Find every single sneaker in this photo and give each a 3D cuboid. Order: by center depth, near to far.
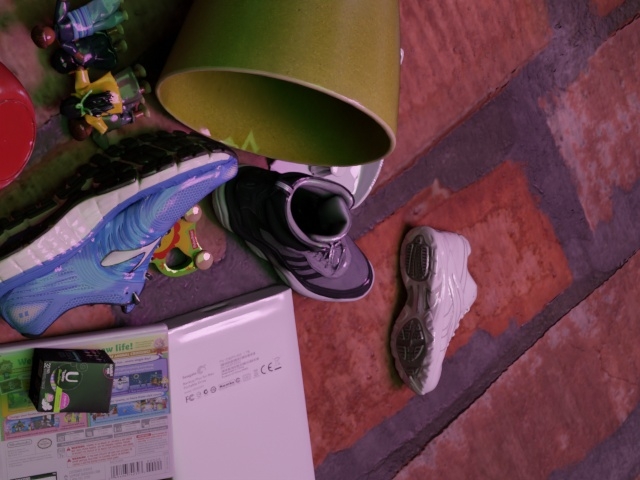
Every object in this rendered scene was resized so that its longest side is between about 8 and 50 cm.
[{"bbox_3d":[-0.232,-0.007,1.586,0.330,0.130,0.147,-33,121,-15],"label":"sneaker"},{"bbox_3d":[0.000,0.000,1.714,0.268,0.153,0.101,38,70,-34],"label":"sneaker"},{"bbox_3d":[0.167,0.096,1.902,0.115,0.090,0.232,-1,103,-38],"label":"sneaker"}]

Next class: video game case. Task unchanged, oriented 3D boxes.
[{"bbox_3d":[-0.277,0.202,1.636,0.212,0.023,0.193,-7,106,-22],"label":"video game case"}]

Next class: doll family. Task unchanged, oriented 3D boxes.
[{"bbox_3d":[-0.256,-0.190,1.552,0.111,0.076,0.193,-25,109,-23],"label":"doll family"}]

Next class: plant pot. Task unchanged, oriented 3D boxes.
[{"bbox_3d":[-0.018,-0.270,1.598,0.275,0.275,0.293,24,72,-36],"label":"plant pot"}]

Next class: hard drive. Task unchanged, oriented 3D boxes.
[{"bbox_3d":[-0.110,0.229,1.769,0.203,0.040,0.307,-17,111,-30],"label":"hard drive"}]

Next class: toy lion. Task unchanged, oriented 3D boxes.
[{"bbox_3d":[-0.185,-0.001,1.671,0.096,0.034,0.100,-22,113,-21],"label":"toy lion"}]

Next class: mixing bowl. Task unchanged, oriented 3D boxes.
[{"bbox_3d":[-0.357,-0.113,1.438,0.181,0.098,0.181,-41,141,-45],"label":"mixing bowl"}]

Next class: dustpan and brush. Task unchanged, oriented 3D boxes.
[{"bbox_3d":[0.043,-0.150,1.770,0.147,0.060,0.211,28,85,-36],"label":"dustpan and brush"}]

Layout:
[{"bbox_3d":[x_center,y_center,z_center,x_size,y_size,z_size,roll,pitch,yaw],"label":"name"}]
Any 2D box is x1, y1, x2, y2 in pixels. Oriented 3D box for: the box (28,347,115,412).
[{"bbox_3d":[-0.280,0.158,1.580,0.083,0.052,0.062,5,102,-25],"label":"box"}]
